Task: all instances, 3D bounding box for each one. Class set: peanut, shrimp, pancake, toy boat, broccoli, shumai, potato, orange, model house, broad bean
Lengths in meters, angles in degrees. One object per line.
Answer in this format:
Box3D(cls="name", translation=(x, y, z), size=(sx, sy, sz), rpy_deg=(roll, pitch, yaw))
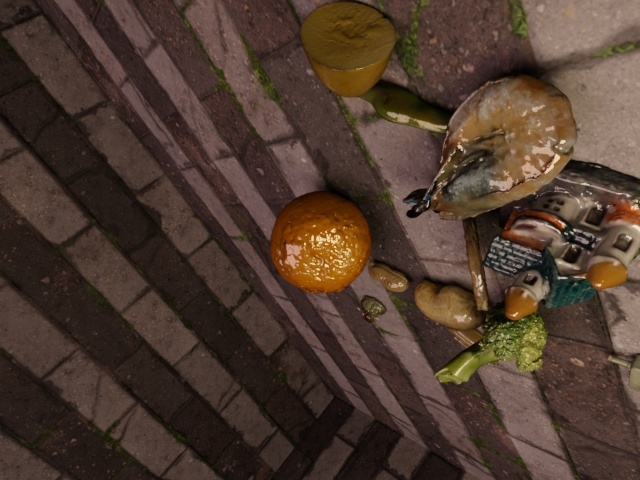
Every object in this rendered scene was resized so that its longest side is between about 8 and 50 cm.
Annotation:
Box3D(cls="peanut", translation=(0.243, 0.134, 1.472), size=(0.174, 0.080, 0.080), rpy_deg=(31, 151, 34))
Box3D(cls="shrimp", translation=(0.302, -0.153, 0.829), size=(0.221, 0.109, 0.445), rpy_deg=(63, 152, 8))
Box3D(cls="pancake", translation=(0.372, 0.057, 0.968), size=(0.033, 0.288, 0.286), rpy_deg=(-9, 121, 21))
Box3D(cls="peanut", translation=(0.402, 0.200, 1.285), size=(0.253, 0.122, 0.137), rpy_deg=(8, 111, 55))
Box3D(cls="toy boat", translation=(0.528, 0.349, 1.384), size=(0.200, 0.057, 0.077), rpy_deg=(37, 158, 15))
Box3D(cls="broccoli", translation=(0.489, 0.289, 1.079), size=(0.186, 0.302, 0.254), rpy_deg=(40, 152, 22))
Box3D(cls="shumai", translation=(0.211, 0.304, 1.748), size=(0.123, 0.087, 0.099), rpy_deg=(8, 137, 53))
Box3D(cls="potato", translation=(0.059, -0.397, 0.894), size=(0.203, 0.178, 0.158), rpy_deg=(13, 163, 9))
Box3D(cls="orange", translation=(0.000, 0.000, 1.355), size=(0.341, 0.340, 0.293), rpy_deg=(57, -171, -23))
Box3D(cls="model house", translation=(0.441, 0.018, 0.774), size=(0.271, 0.301, 0.190), rpy_deg=(29, 157, 30))
Box3D(cls="broad bean", translation=(0.220, -0.287, 0.904), size=(0.325, 0.067, 0.075), rpy_deg=(26, 120, 24))

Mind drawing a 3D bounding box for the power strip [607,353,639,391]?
Box3D(cls="power strip", translation=(0.825, 0.335, 0.929), size=(0.287, 0.053, 0.093), rpy_deg=(15, 141, 45))
